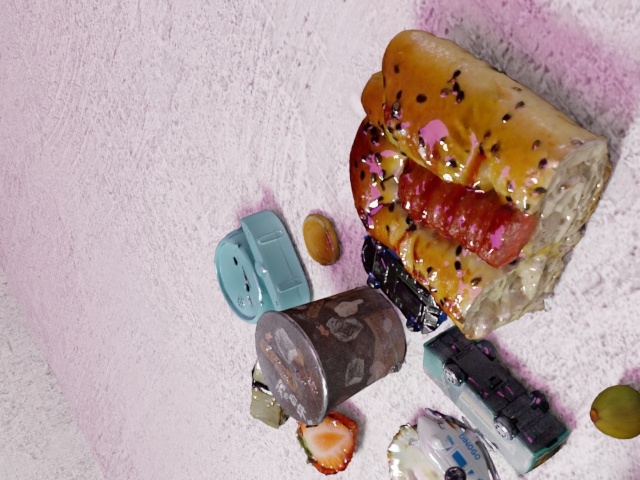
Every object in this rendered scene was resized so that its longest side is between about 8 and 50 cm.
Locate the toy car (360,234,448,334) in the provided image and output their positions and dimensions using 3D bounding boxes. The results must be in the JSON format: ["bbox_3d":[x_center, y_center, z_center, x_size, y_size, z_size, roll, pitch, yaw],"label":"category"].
[{"bbox_3d":[0.141,0.065,1.671,0.216,0.063,0.103,48,143,40],"label":"toy car"}]

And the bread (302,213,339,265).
[{"bbox_3d":[0.000,0.000,1.887,0.110,0.024,0.110,33,133,44],"label":"bread"}]

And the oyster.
[{"bbox_3d":[0.202,0.446,1.784,0.198,0.092,0.260,-11,89,58],"label":"oyster"}]

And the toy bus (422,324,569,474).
[{"bbox_3d":[0.267,0.245,1.564,0.262,0.091,0.109,48,153,33],"label":"toy bus"}]

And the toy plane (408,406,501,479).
[{"bbox_3d":[0.255,0.392,1.624,0.273,0.107,0.182,55,168,-7],"label":"toy plane"}]

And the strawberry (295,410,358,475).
[{"bbox_3d":[0.023,0.394,2.033,0.187,0.082,0.147,-30,87,52],"label":"strawberry"}]

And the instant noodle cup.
[{"bbox_3d":[0.023,0.194,1.791,0.217,0.207,0.218,33,133,43],"label":"instant noodle cup"}]

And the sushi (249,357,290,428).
[{"bbox_3d":[-0.092,0.288,2.079,0.134,0.109,0.273,34,142,7],"label":"sushi"}]

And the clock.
[{"bbox_3d":[-0.137,0.074,2.076,0.274,0.094,0.224,-31,80,58],"label":"clock"}]

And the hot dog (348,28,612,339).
[{"bbox_3d":[0.182,-0.098,1.399,0.365,0.196,0.367,51,142,33],"label":"hot dog"}]

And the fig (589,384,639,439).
[{"bbox_3d":[0.398,0.233,1.349,0.074,0.087,0.074,-1,89,55],"label":"fig"}]
